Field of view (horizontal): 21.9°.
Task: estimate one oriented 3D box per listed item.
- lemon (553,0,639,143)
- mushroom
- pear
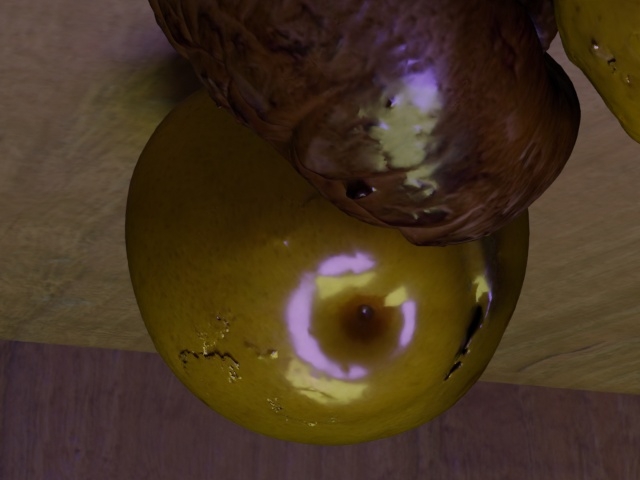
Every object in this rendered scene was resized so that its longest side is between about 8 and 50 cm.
[{"bbox_3d":[0.205,-0.124,0.710,0.260,0.204,0.204,8,166,-44],"label":"lemon"},{"bbox_3d":[0.019,-0.105,0.792,0.253,0.153,0.253,42,-177,-3],"label":"mushroom"},{"bbox_3d":[-0.004,-0.009,1.165,0.285,0.336,0.285,-15,130,-18],"label":"pear"}]
